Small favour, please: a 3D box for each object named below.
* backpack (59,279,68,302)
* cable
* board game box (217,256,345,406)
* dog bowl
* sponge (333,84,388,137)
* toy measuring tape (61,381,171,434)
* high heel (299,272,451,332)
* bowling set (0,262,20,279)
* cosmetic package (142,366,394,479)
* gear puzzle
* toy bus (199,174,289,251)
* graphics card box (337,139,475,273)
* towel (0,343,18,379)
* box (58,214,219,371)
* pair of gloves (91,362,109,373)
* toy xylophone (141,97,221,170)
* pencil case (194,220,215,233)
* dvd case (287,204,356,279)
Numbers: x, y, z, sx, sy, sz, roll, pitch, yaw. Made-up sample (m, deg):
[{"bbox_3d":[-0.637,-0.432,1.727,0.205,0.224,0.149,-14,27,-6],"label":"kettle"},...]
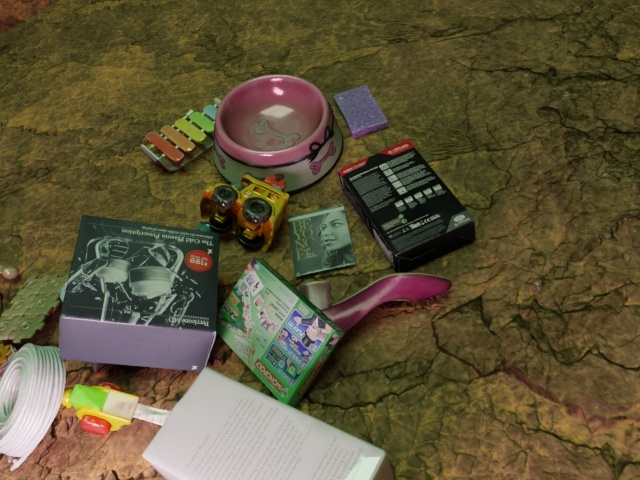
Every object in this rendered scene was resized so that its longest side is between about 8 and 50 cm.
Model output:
[{"bbox_3d":[-0.597,0.159,1.789,0.182,0.115,0.152,22,61,32],"label":"backpack"},{"bbox_3d":[-0.688,0.367,1.567,0.257,0.089,0.257,-43,41,26],"label":"cable"},{"bbox_3d":[-0.112,0.210,1.600,0.317,0.046,0.213,39,101,36],"label":"board game box"},{"bbox_3d":[-0.139,-0.337,2.040,0.408,0.150,0.408,-2,54,3],"label":"dog bowl"},{"bbox_3d":[0.128,-0.415,2.157,0.117,0.031,0.210,-19,49,-3],"label":"sponge"},{"bbox_3d":[-0.446,0.409,1.569,0.330,0.121,0.121,16,52,-2],"label":"toy measuring tape"},{"bbox_3d":[0.135,0.179,1.626,0.377,0.127,0.181,-6,78,4],"label":"high heel"},{"bbox_3d":[-0.984,0.154,1.877,0.154,0.287,0.199,9,95,30],"label":"bowling set"},{"bbox_3d":[-0.105,0.464,1.373,0.453,0.161,0.230,19,57,27],"label":"cosmetic package"},{"bbox_3d":[-0.790,0.220,1.807,0.176,0.044,0.339,-5,40,20],"label":"gear puzzle"},{"bbox_3d":[-0.195,-0.110,1.874,0.220,0.149,0.211,26,52,5],"label":"toy bus"},{"bbox_3d":[0.226,-0.099,1.821,0.233,0.094,0.371,-24,48,-8],"label":"graphics card box"},{"bbox_3d":[-0.820,0.368,1.721,0.144,0.029,0.197,-35,51,-15],"label":"towel"},{"bbox_3d":[-0.428,0.128,1.634,0.343,0.179,0.312,7,47,-15],"label":"box"},{"bbox_3d":[-0.532,0.230,1.697,0.198,0.159,0.023,-31,4,-32],"label":"pair of gloves"},{"bbox_3d":[-0.443,-0.352,2.210,0.236,0.081,0.323,29,62,33],"label":"toy xylophone"},{"bbox_3d":[-0.352,0.018,1.882,0.070,0.064,0.151,-14,35,52],"label":"pencil case"},{"bbox_3d":[0.000,0.000,1.841,0.165,0.018,0.221,-12,48,4],"label":"dvd case"}]
